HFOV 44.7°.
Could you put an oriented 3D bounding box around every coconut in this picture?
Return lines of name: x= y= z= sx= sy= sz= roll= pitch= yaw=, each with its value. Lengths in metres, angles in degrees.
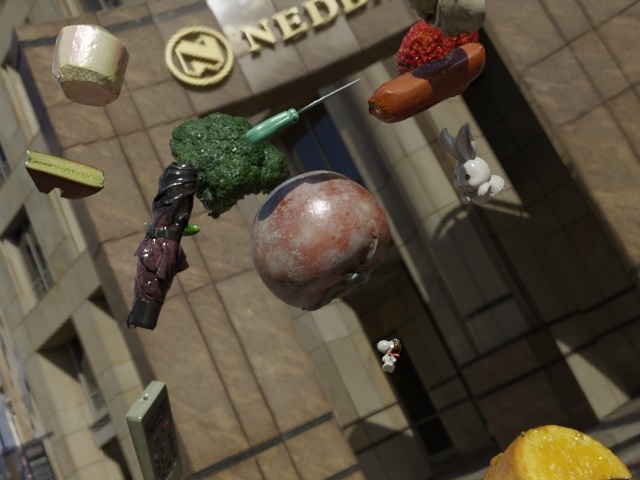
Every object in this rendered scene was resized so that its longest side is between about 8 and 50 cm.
coconut: x=-0.463 y=-0.363 z=1.570 sx=0.147 sy=0.152 sz=0.147 roll=5 pitch=-15 yaw=1

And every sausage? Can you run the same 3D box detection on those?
sausage: x=0.270 y=-0.381 z=1.894 sx=0.349 sy=0.094 sz=0.097 roll=-28 pitch=-31 yaw=-16

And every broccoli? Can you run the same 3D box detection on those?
broccoli: x=-0.251 y=-0.200 z=2.072 sx=0.304 sy=0.321 sz=0.283 roll=-6 pitch=-42 yaw=-24

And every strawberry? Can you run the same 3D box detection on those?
strawberry: x=0.357 y=-0.556 z=2.293 sx=0.250 sy=0.239 sz=0.288 roll=-71 pitch=7 yaw=-51

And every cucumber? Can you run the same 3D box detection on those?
cucumber: x=-0.374 y=-0.028 z=1.973 sx=0.155 sy=0.037 sz=0.037 roll=5 pitch=-7 yaw=16

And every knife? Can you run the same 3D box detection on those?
knife: x=-0.031 y=-0.261 z=1.532 sx=0.260 sy=0.034 sz=0.063 roll=-31 pitch=2 yaw=-5

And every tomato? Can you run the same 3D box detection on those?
tomato: x=0.000 y=0.000 z=1.715 sx=0.317 sy=0.282 sz=0.316 roll=-33 pitch=-20 yaw=-13

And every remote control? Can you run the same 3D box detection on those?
remote control: x=-0.347 y=0.443 z=1.671 sx=0.038 sy=0.285 sz=0.123 roll=6 pitch=31 yaw=19

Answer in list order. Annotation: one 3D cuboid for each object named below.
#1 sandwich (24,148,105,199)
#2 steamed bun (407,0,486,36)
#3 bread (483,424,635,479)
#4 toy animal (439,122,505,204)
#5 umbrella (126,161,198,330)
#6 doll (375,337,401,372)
sandwich: x=-0.731 y=-0.176 z=2.188 sx=0.245 sy=0.090 sz=0.088 roll=17 pitch=-48 yaw=-42
steamed bun: x=0.267 y=-0.563 z=1.763 sx=0.144 sy=0.217 sz=0.211 roll=-21 pitch=17 yaw=-4
bread: x=0.499 y=0.510 z=1.711 sx=0.340 sy=0.179 sz=0.194 roll=2 pitch=-47 yaw=-21
toy animal: x=0.389 y=-0.196 z=2.075 sx=0.130 sy=0.220 sz=0.104 roll=-50 pitch=20 yaw=-23
umbrella: x=-0.297 y=0.010 z=1.453 sx=0.090 sy=0.325 sz=0.094 roll=10 pitch=-9 yaw=26
doll: x=0.159 y=0.257 z=1.755 sx=0.058 sy=0.085 sz=0.040 roll=-1 pitch=-50 yaw=-16
